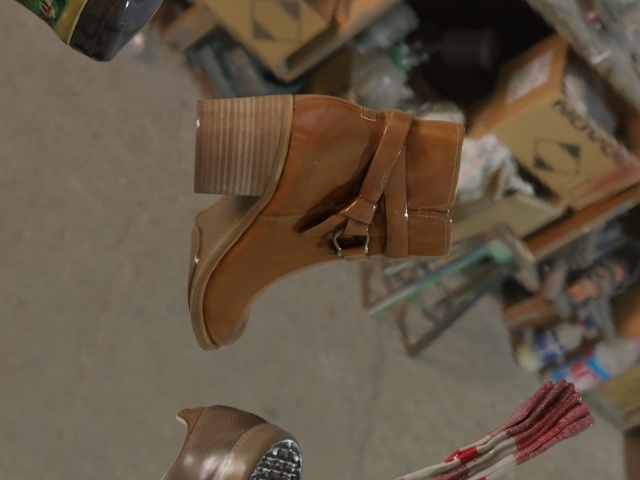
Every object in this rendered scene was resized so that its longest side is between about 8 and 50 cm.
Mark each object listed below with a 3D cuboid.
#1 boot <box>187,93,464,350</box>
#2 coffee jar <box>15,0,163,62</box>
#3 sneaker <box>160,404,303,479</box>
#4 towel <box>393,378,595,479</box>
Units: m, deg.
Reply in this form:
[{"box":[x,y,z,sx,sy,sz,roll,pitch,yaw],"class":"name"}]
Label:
[{"box":[0.000,0.000,0.776,0.152,0.197,0.073,3,48,-5],"class":"boot"},{"box":[-0.207,-0.218,0.998,0.184,0.079,0.096,35,51,-3],"class":"coffee jar"},{"box":[-0.074,0.171,0.647,0.066,0.071,0.188,40,73,-49],"class":"sneaker"},{"box":[0.025,0.192,0.914,0.037,0.329,0.237,62,-3,11],"class":"towel"}]
